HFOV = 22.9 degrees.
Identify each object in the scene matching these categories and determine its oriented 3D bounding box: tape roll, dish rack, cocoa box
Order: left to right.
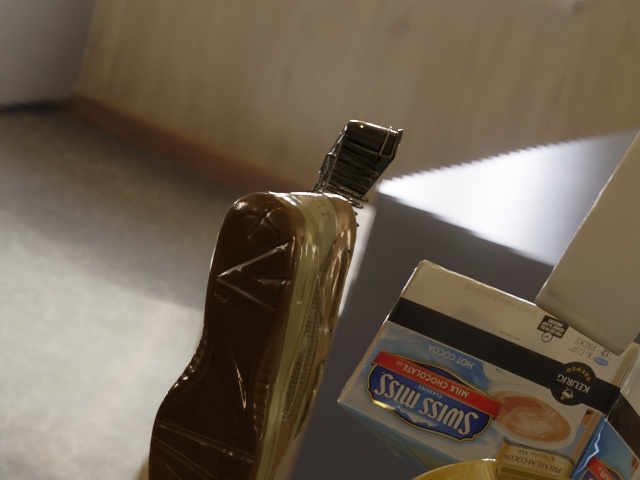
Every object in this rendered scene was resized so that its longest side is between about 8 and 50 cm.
[{"bbox_3d":[0.000,0.000,1.822,0.074,0.271,0.208,23,-14,-3],"label":"dish rack"},{"bbox_3d":[0.245,0.218,2.017,0.347,0.228,0.231,22,-16,37],"label":"cocoa box"},{"bbox_3d":[0.319,-0.034,1.511,0.100,0.286,0.286,32,21,9],"label":"tape roll"}]

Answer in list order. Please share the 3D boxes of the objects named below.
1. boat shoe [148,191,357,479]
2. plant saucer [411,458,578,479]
[{"bbox_3d":[-0.047,0.122,1.316,0.122,0.341,0.110,33,24,34],"label":"boat shoe"},{"bbox_3d":[0.267,0.324,1.476,0.333,0.081,0.333,16,24,-12],"label":"plant saucer"}]
